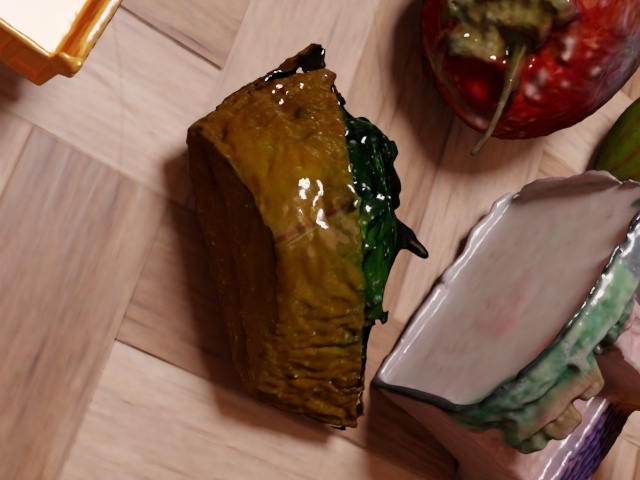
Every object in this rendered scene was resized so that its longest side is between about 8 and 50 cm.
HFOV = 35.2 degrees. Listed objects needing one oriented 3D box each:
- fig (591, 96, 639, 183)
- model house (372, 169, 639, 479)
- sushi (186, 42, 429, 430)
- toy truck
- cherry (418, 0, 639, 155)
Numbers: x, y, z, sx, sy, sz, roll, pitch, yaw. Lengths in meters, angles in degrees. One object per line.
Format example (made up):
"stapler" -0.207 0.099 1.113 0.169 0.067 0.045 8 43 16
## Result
"fig" 0.308 -0.052 0.971 0.259 0.151 0.151 -31 104 -1
"model house" 0.218 0.110 0.814 0.237 0.202 0.237 46 67 -20
"sushi" -0.001 0.000 0.718 0.140 0.149 0.287 -14 87 -38
"toy truck" -0.149 -0.231 0.651 0.114 0.135 0.270 36 66 -26
"cherry" 0.194 -0.180 0.859 0.250 0.175 0.192 -8 114 -43
